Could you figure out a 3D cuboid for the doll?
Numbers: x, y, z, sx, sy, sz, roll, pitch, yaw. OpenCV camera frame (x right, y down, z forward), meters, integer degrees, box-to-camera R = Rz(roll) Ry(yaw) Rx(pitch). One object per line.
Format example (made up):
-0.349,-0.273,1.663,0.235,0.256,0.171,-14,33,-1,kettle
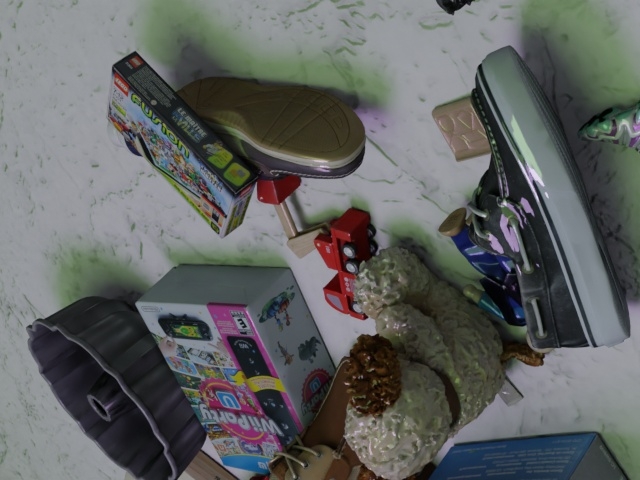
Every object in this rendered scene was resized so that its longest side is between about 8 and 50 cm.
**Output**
0.202,0.045,1.248,0.129,0.046,0.189,-17,118,44,doll

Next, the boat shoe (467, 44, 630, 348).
0.197,-0.019,1.108,0.119,0.121,0.335,-18,115,17,boat shoe

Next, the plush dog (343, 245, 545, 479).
0.111,0.171,1.297,0.210,0.225,0.263,15,133,33,plush dog

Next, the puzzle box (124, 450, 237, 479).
-0.163,0.497,1.983,0.409,0.052,0.272,36,141,12,puzzle box

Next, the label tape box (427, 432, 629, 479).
0.179,0.373,1.331,0.240,0.333,0.106,-18,111,49,label tape box

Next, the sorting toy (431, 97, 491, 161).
0.155,-0.115,1.173,0.083,0.012,0.062,-12,111,51,sorting toy

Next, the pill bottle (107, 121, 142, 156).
-0.206,-0.135,1.440,0.120,0.067,0.067,9,130,37,pill bottle

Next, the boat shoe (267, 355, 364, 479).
-0.004,0.307,1.479,0.119,0.324,0.122,14,-178,-26,boat shoe

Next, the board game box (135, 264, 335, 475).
-0.093,0.184,1.603,0.224,0.097,0.303,0,125,42,board game box

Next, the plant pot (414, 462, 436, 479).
0.086,0.378,1.571,0.167,0.167,0.165,37,134,10,plant pot

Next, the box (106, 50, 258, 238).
-0.161,-0.107,1.321,0.207,0.036,0.114,45,153,11,box

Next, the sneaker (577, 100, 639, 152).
0.286,-0.089,1.056,0.098,0.038,0.069,-16,111,49,sneaker

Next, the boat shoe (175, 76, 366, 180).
-0.056,-0.114,1.302,0.285,0.103,0.092,17,142,38,boat shoe

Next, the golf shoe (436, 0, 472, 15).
0.102,-0.300,1.020,0.094,0.077,0.198,28,137,43,golf shoe

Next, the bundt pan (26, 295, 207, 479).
-0.293,0.218,1.769,0.330,0.124,0.331,34,147,26,bundt pan

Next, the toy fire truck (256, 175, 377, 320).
0.000,0.000,1.390,0.135,0.047,0.192,17,135,32,toy fire truck

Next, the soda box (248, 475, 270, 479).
-0.086,0.409,1.727,0.092,0.083,0.263,41,166,1,soda box
